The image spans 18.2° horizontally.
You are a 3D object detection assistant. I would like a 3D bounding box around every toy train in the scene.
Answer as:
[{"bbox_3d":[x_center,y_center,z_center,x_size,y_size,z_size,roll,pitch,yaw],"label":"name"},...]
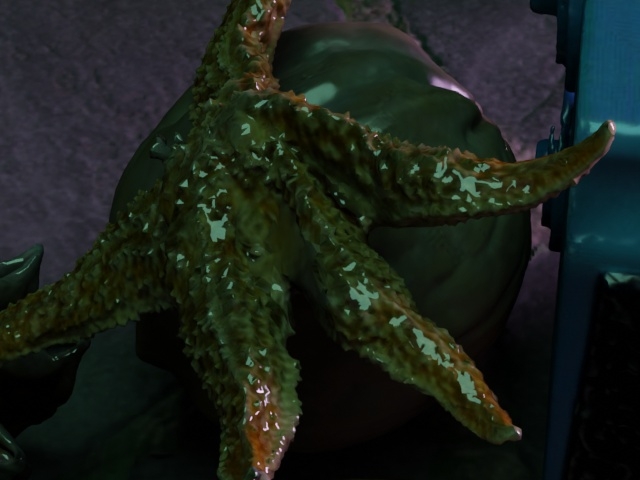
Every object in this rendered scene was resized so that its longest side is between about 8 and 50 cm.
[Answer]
[{"bbox_3d":[0.189,-0.013,0.967,0.188,0.300,0.265,4,54,6],"label":"toy train"}]

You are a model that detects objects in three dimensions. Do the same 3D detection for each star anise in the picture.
[{"bbox_3d":[-0.215,0.077,1.035,0.209,0.089,0.231,0,45,18],"label":"star anise"}]

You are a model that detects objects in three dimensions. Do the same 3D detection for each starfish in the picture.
[{"bbox_3d":[-0.029,0.008,0.852,0.301,0.084,0.293,-49,43,-6],"label":"starfish"}]

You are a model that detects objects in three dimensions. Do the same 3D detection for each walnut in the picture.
[{"bbox_3d":[0.000,0.000,1.029,0.224,0.224,0.224,-1,47,1],"label":"walnut"}]

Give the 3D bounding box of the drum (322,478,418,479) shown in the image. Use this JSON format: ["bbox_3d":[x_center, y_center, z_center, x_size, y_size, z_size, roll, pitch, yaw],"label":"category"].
[{"bbox_3d":[0.021,0.312,0.720,0.431,0.214,0.431,0,47,0],"label":"drum"}]
